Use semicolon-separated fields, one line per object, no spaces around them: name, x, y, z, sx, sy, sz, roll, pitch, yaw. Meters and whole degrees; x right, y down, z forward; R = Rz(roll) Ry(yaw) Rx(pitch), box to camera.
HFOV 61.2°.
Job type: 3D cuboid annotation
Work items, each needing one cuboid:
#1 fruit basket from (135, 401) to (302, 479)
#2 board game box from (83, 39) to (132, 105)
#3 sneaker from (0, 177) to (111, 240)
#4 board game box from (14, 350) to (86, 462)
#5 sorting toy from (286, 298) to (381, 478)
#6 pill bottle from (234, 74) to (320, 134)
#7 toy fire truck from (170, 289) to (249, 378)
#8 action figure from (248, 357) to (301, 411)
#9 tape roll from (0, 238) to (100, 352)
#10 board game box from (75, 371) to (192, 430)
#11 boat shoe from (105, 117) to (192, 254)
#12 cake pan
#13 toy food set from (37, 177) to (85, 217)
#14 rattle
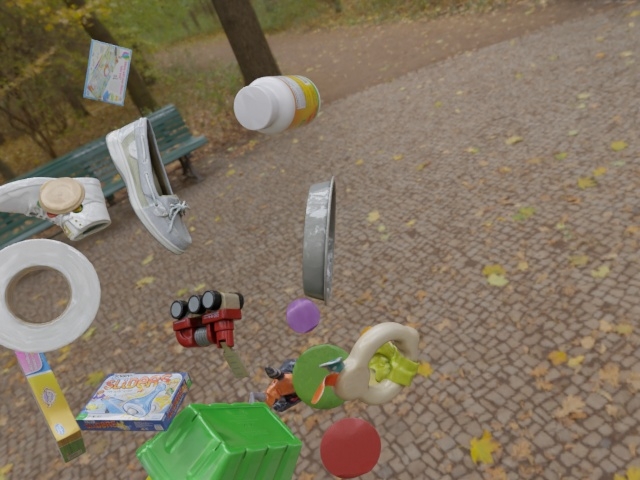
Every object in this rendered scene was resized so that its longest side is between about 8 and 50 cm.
fruit basket;-0.277;0.581;1.319;0.392;0.392;0.283;-36;51;-25
board game box;-0.581;-0.455;1.475;0.104;0.154;0.026;9;9;-25
sneaker;-0.720;-0.076;1.466;0.293;0.169;0.108;-12;-20;-41
board game box;-0.789;0.467;1.577;0.064;0.242;0.316;-25;67;-32
sorting toy;0.011;0.290;1.110;0.127;0.365;0.126;-20;0;-6
pill bottle;-0.107;-0.336;1.340;0.136;0.136;0.246;-8;13;26
toy fire truck;-0.311;0.286;1.588;0.217;0.246;0.159;-18;-19;33
action figure;-0.069;0.448;1.815;0.341;0.178;0.330;-34;-6;8
tape roll;-0.711;0.140;1.372;0.286;0.286;0.100;-34;8;-22
board game box;-0.392;0.340;1.147;0.201;0.035;0.136;-5;28;15
boat shoe;-0.369;-0.120;1.218;0.103;0.320;0.118;-27;-6;6
cake pan;0.000;0.000;1.215;0.054;0.293;0.293;4;30;4
toy food set;-0.471;-0.079;0.984;0.083;0.020;0.082;-4;61;-8
rattle;0.038;0.168;0.792;0.200;0.130;0.143;-11;37;-31
